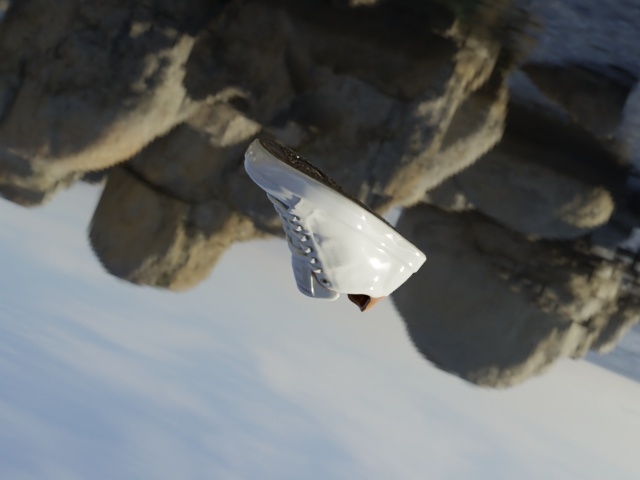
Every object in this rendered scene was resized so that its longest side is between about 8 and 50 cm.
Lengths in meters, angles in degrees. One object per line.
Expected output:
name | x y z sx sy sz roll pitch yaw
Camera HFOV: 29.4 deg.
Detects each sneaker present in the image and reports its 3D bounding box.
sneaker | 0.000 0.000 1.310 0.290 0.123 0.106 37 -173 -44
